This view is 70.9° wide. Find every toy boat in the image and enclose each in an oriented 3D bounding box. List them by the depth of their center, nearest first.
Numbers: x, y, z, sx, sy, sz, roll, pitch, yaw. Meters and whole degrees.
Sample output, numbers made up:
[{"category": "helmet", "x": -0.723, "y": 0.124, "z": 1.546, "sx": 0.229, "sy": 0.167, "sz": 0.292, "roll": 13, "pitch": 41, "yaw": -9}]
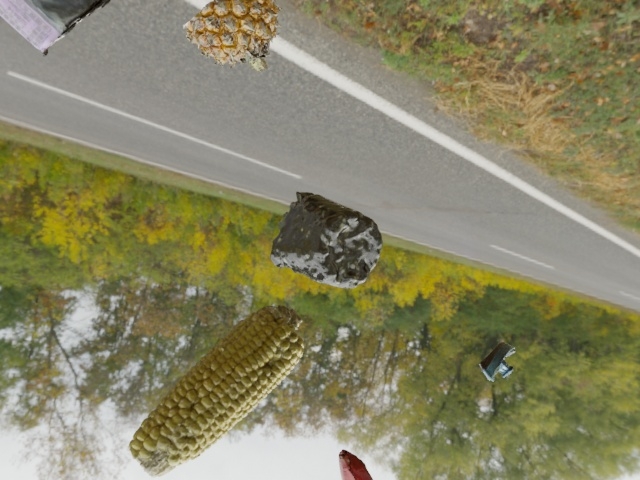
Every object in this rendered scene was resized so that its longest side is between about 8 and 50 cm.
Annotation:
[{"category": "toy boat", "x": 0.404, "y": 0.277, "z": 1.014, "sx": 0.137, "sy": 0.060, "sz": 0.061, "roll": -14, "pitch": -129, "yaw": -48}]

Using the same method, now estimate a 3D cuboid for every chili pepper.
[{"category": "chili pepper", "x": 0.127, "y": 0.726, "z": 1.191, "sx": 0.110, "sy": 0.388, "sz": 0.110, "roll": -19, "pitch": -169, "yaw": 4}]

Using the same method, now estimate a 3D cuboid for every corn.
[{"category": "corn", "x": -0.155, "y": 0.239, "z": 0.759, "sx": 0.130, "sy": 0.347, "sz": 0.130, "roll": 34, "pitch": 149, "yaw": 24}]

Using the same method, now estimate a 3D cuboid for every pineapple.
[{"category": "pineapple", "x": -0.136, "y": -0.365, "z": 0.803, "sx": 0.137, "sy": 0.176, "sz": 0.161, "roll": 57, "pitch": 179, "yaw": -21}]

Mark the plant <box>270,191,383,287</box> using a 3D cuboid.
[{"category": "plant", "x": 0.000, "y": 0.000, "z": 0.703, "sx": 0.129, "sy": 0.132, "sz": 0.194, "roll": 28, "pitch": 177, "yaw": -28}]

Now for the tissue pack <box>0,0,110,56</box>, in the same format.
[{"category": "tissue pack", "x": -0.502, "y": -0.505, "z": 0.693, "sx": 0.122, "sy": 0.259, "sz": 0.361, "roll": -18, "pitch": 130, "yaw": 31}]
